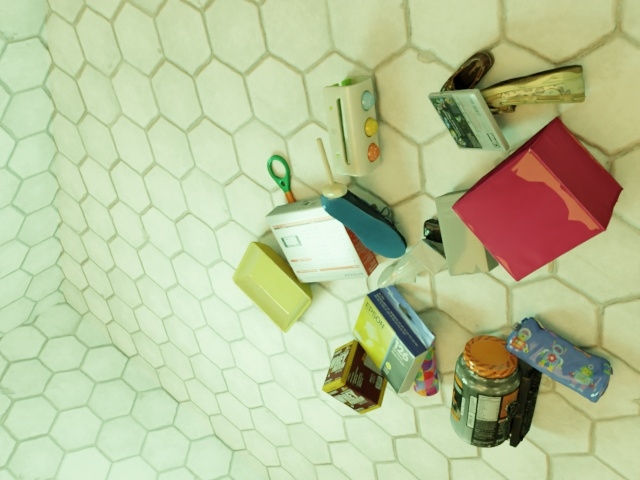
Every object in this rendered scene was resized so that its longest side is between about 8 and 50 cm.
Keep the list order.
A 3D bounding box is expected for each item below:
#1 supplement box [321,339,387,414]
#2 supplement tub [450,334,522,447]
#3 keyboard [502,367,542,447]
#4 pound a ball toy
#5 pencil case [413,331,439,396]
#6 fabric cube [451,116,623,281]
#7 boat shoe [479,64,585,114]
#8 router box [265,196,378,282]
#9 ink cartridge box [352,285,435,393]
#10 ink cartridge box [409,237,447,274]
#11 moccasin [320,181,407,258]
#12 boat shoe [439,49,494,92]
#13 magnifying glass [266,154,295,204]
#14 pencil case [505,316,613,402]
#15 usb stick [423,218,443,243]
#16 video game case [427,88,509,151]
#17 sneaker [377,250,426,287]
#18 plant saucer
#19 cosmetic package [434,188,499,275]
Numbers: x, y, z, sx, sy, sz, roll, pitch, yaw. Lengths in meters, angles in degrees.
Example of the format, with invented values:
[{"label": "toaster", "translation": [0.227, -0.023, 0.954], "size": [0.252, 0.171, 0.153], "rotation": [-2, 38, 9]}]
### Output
[{"label": "supplement box", "translation": [0.140, 0.519, 2.129], "size": [0.194, 0.191, 0.129], "rotation": [35, 138, -15]}, {"label": "supplement tub", "translation": [0.535, 0.487, 1.819], "size": [0.207, 0.207, 0.338], "rotation": [17, 126, 30]}, {"label": "keyboard", "translation": [0.640, 0.540, 1.774], "size": [0.033, 0.201, 0.317], "rotation": [28, 133, 42]}, {"label": "pound a ball toy", "translation": [0.091, -0.302, 1.661], "size": [0.135, 0.208, 0.319], "rotation": [10, 122, 35]}, {"label": "pencil case", "translation": [0.371, 0.442, 2.002], "size": [0.104, 0.104, 0.236], "rotation": [11, 123, 34]}, {"label": "fabric cube", "translation": [0.539, -0.104, 1.395], "size": [0.254, 0.259, 0.258], "rotation": [48, 134, 4]}, {"label": "boat shoe", "translation": [0.494, -0.353, 1.376], "size": [0.285, 0.104, 0.089], "rotation": [-4, 112, 40]}, {"label": "router box", "translation": [0.000, 0.000, 2.003], "size": [0.335, 0.082, 0.301], "rotation": [-7, 118, 41]}, {"label": "ink cartridge box", "translation": [0.246, 0.333, 1.975], "size": [0.304, 0.072, 0.307], "rotation": [53, 146, 37]}, {"label": "ink cartridge box", "translation": [0.342, 0.047, 1.750], "size": [0.104, 0.180, 0.060], "rotation": [41, 101, 10]}, {"label": "moccasin", "translation": [0.157, -0.077, 1.811], "size": [0.342, 0.117, 0.137], "rotation": [41, 126, -23]}, {"label": "boat shoe", "translation": [0.366, -0.410, 1.467], "size": [0.073, 0.073, 0.207], "rotation": [43, 137, 6]}, {"label": "magnifying glass", "translation": [-0.128, -0.201, 2.040], "size": [0.092, 0.026, 0.231], "rotation": [-7, 111, 41]}, {"label": "pencil case", "translation": [0.702, 0.341, 1.654], "size": [0.306, 0.119, 0.133], "rotation": [32, 105, 20]}, {"label": "usb stick", "translation": [0.442, -0.004, 1.690], "size": [0.278, 0.045, 0.077], "rotation": [17, 131, 30]}, {"label": "video game case", "translation": [0.385, -0.311, 1.463], "size": [0.190, 0.022, 0.173], "rotation": [49, 164, -28]}, {"label": "sneaker", "translation": [0.275, 0.120, 1.886], "size": [0.094, 0.080, 0.212], "rotation": [32, 141, -15]}, {"label": "plant saucer", "translation": [-0.184, 0.180, 2.275], "size": [0.333, 0.081, 0.333], "rotation": [45, 142, 8]}, {"label": "cosmetic package", "translation": [0.420, -0.024, 1.607], "size": [0.127, 0.107, 0.238], "rotation": [-7, 98, 36]}]
